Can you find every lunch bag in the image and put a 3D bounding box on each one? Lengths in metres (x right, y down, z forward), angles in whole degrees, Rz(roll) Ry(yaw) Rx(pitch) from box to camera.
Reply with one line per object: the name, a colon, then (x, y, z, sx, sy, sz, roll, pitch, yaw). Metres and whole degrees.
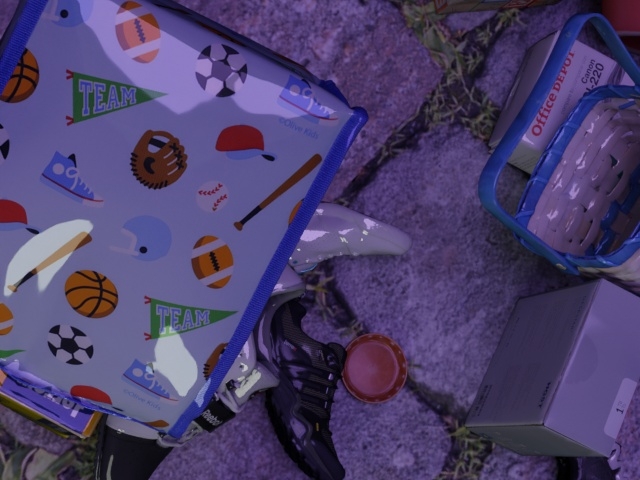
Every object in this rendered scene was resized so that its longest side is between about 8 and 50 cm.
lunch bag: (-0.194, -0.036, 1.410, 0.327, 0.239, 0.385, 24, 100, -13)

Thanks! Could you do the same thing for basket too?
basket: (0.311, -0.075, 1.676, 0.289, 0.201, 0.255, 44, 72, -38)

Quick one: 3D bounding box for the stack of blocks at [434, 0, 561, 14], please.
stack of blocks: (0.258, -0.351, 1.757, 0.171, 0.297, 0.087, -7, 85, -18)

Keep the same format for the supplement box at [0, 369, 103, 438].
supplement box: (-0.259, 0.014, 1.614, 0.195, 0.194, 0.357, 30, 76, -10)

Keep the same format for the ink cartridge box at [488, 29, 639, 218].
ink cartridge box: (0.340, -0.139, 1.859, 0.218, 0.092, 0.159, 26, 76, -9)

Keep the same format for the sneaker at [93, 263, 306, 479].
sneaker: (-0.129, 0.154, 1.631, 0.146, 0.122, 0.331, 27, 90, 17)

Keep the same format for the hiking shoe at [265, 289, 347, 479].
hiking shoe: (-0.009, 0.170, 1.721, 0.114, 0.086, 0.227, -25, 89, -14)

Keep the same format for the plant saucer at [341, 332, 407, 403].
plant saucer: (0.062, 0.152, 1.781, 0.083, 0.013, 0.083, 2, 82, -15)

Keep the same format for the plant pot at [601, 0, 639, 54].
plant pot: (0.467, -0.351, 1.848, 0.275, 0.275, 0.243, 10, 91, -14)

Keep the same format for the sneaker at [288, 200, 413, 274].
sneaker: (0.000, 0.000, 1.761, 0.212, 0.080, 0.094, 15, 90, -6)

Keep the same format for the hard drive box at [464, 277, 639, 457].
hard drive box: (0.276, 0.152, 1.727, 0.089, 0.232, 0.181, 27, 77, -10)

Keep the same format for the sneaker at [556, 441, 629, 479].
sneaker: (0.334, 0.321, 1.806, 0.106, 0.078, 0.234, -22, 88, -11)
